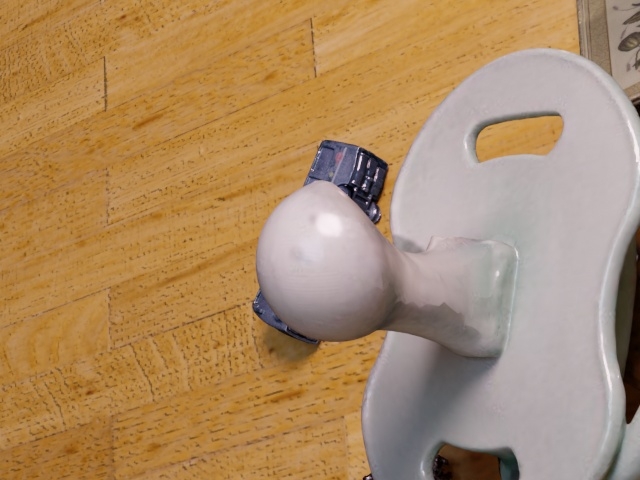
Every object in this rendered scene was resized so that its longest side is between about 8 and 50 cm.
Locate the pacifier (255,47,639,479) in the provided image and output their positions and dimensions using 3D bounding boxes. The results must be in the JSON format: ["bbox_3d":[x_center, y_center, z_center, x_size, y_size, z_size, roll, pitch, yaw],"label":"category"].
[{"bbox_3d":[0.085,0.031,0.988,0.288,0.269,0.343,-7,76,52],"label":"pacifier"}]

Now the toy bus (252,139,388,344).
[{"bbox_3d":[0.000,0.000,1.293,0.065,0.047,0.166,18,83,45],"label":"toy bus"}]

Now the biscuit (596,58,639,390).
[{"bbox_3d":[0.282,-0.028,1.067,0.296,0.075,0.296,-19,61,37],"label":"biscuit"}]

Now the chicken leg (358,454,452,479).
[{"bbox_3d":[0.064,0.174,1.192,0.083,0.021,0.036,-5,79,37],"label":"chicken leg"}]

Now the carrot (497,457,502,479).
[{"bbox_3d":[0.203,0.206,1.045,0.069,0.069,0.228,-52,51,10],"label":"carrot"}]

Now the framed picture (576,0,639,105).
[{"bbox_3d":[0.260,-0.185,1.124,0.173,0.010,0.231,-27,32,26],"label":"framed picture"}]
